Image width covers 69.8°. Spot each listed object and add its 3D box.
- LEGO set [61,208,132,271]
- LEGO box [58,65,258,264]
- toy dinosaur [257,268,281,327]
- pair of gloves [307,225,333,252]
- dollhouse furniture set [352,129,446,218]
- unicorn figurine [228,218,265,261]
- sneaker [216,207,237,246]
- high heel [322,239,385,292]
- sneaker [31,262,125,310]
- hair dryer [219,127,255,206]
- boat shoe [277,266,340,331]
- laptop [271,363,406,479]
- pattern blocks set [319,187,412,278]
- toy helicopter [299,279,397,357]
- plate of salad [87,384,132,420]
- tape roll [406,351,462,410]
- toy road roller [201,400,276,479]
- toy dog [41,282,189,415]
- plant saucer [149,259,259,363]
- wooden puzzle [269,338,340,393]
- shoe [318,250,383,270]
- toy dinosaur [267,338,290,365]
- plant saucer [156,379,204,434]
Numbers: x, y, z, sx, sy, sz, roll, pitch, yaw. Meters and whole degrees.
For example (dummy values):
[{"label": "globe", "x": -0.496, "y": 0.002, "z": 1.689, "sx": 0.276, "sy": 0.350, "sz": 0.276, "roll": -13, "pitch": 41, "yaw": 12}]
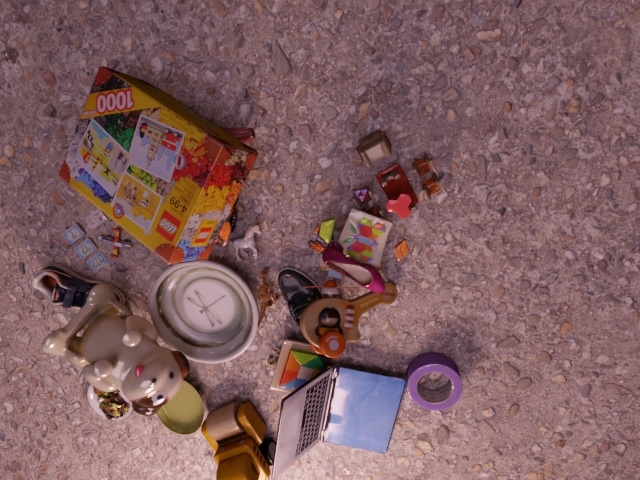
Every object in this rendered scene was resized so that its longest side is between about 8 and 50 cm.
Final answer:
[{"label": "LEGO set", "x": -0.792, "y": -0.006, "z": 1.645, "sx": 0.244, "sy": 0.060, "sz": 0.183, "roll": -30, "pitch": 105, "yaw": 15}, {"label": "LEGO box", "x": -0.490, "y": -0.224, "z": 1.371, "sx": 0.499, "sy": 0.193, "sz": 0.373, "roll": 33, "pitch": 104, "yaw": 18}, {"label": "toy dinosaur", "x": -0.196, "y": 0.207, "z": 1.595, "sx": 0.064, "sy": 0.112, "sz": 0.212, "roll": -13, "pitch": 67, "yaw": 33}, {"label": "pair of gloves", "x": 0.000, "y": 0.000, "z": 1.563, "sx": 0.074, "sy": 0.010, "sz": 0.083, "roll": 28, "pitch": 106, "yaw": 0}, {"label": "dollhouse furniture set", "x": 0.216, "y": -0.204, "z": 1.430, "sx": 0.261, "sy": 0.135, "sz": 0.259, "roll": -26, "pitch": 113, "yaw": 15}, {"label": "unicorn figurine", "x": -0.249, "y": 0.009, "z": 1.573, "sx": 0.161, "sy": 0.060, "sz": 0.111, "roll": -17, "pitch": 105, "yaw": 12}, {"label": "sneaker", "x": -0.408, "y": -0.028, "z": 1.552, "sx": 0.321, "sy": 0.125, "sz": 0.180, "roll": -33, "pitch": 117, "yaw": 30}, {"label": "high heel", "x": 0.106, "y": 0.103, "z": 1.411, "sx": 0.082, "sy": 0.117, "sz": 0.244, "roll": -37, "pitch": 107, "yaw": 26}, {"label": "sneaker", "x": -0.892, "y": 0.197, "z": 1.686, "sx": 0.320, "sy": 0.127, "sz": 0.126, "roll": 22, "pitch": 108, "yaw": -1}, {"label": "hair dryer", "x": -0.315, "y": -0.263, "z": 1.507, "sx": 0.223, "sy": 0.080, "sz": 0.293, "roll": 33, "pitch": 115, "yaw": -19}, {"label": "boat shoe", "x": -0.042, "y": 0.248, "z": 1.591, "sx": 0.127, "sy": 0.113, "sz": 0.340, "roll": -27, "pitch": 102, "yaw": 15}, {"label": "laptop", "x": 0.064, "y": 0.667, "z": 1.628, "sx": 0.236, "sy": 0.407, "sz": 0.383, "roll": 26, "pitch": 120, "yaw": 34}, {"label": "pattern blocks set", "x": 0.138, "y": -0.007, "z": 1.434, "sx": 0.284, "sy": 0.026, "sz": 0.325, "roll": 7, "pitch": 116, "yaw": 6}, {"label": "toy helicopter", "x": 0.093, "y": 0.214, "z": 1.517, "sx": 0.354, "sy": 0.140, "sz": 0.235, "roll": -23, "pitch": 90, "yaw": -19}, {"label": "plate of salad", "x": -0.858, "y": 0.650, "z": 1.860, "sx": 0.199, "sy": 0.048, "sz": 0.200, "roll": 2, "pitch": 107, "yaw": 6}, {"label": "tape roll", "x": 0.401, "y": 0.499, "z": 1.628, "sx": 0.188, "sy": 0.080, "sz": 0.189, "roll": 2, "pitch": 107, "yaw": 7}, {"label": "toy road roller", "x": -0.314, "y": 0.807, "z": 1.733, "sx": 0.202, "sy": 0.241, "sz": 0.330, "roll": -25, "pitch": 102, "yaw": 14}, {"label": "toy dog", "x": -0.662, "y": 0.414, "z": 1.571, "sx": 0.407, "sy": 0.285, "sz": 0.396, "roll": 31, "pitch": 147, "yaw": 16}, {"label": "plant saucer", "x": -0.405, "y": 0.242, "z": 1.645, "sx": 0.399, "sy": 0.100, "sz": 0.401, "roll": 2, "pitch": 108, "yaw": 7}, {"label": "wooden puzzle", "x": -0.055, "y": 0.481, "z": 1.679, "sx": 0.220, "sy": 0.044, "sz": 0.239, "roll": 14, "pitch": 110, "yaw": -11}, {"label": "shoe", "x": 0.100, "y": 0.071, "z": 1.537, "sx": 0.218, "sy": 0.077, "sz": 0.059, "roll": 3, "pitch": 113, "yaw": 9}, {"label": "toy dinosaur", "x": -0.149, "y": 0.452, "z": 1.701, "sx": 0.092, "sy": 0.053, "sz": 0.183, "roll": 9, "pitch": 108, "yaw": 3}, {"label": "plant saucer", "x": -0.549, "y": 0.642, "z": 1.801, "sx": 0.240, "sy": 0.037, "sz": 0.241, "roll": 4, "pitch": 101, "yaw": 18}]
